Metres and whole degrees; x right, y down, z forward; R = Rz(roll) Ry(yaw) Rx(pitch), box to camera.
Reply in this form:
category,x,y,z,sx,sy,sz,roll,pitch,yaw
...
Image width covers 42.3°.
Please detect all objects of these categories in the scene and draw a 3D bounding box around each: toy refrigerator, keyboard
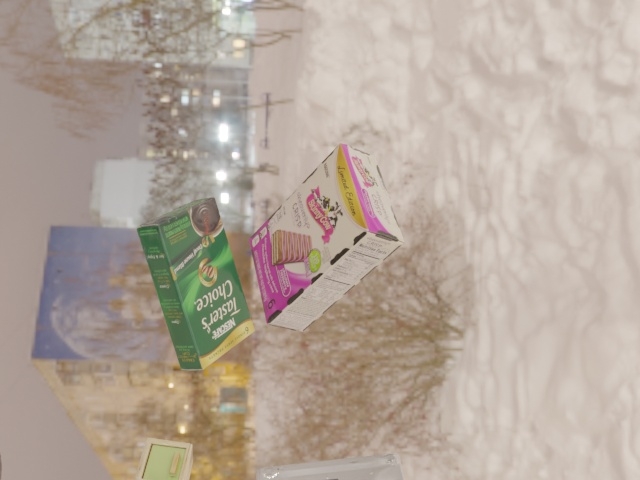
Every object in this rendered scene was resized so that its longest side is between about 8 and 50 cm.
category,x,y,z,sx,sy,sz,roll,pitch,yaw
toy refrigerator,-0.340,0.546,1.699,0.269,0.102,0.094,-81,-1,-47
keyboard,0.017,0.416,1.441,0.014,0.256,0.072,87,176,-47

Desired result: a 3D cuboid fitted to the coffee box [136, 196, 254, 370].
category,x,y,z,sx,sy,sz,roll,pitch,yaw
coffee box,-0.146,0.051,0.996,0.113,0.040,0.184,-32,-68,-54

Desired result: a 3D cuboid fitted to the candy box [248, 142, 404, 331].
category,x,y,z,sx,sy,sz,roll,pitch,yaw
candy box,0.000,0.000,1.164,0.233,0.071,0.159,-44,46,33
